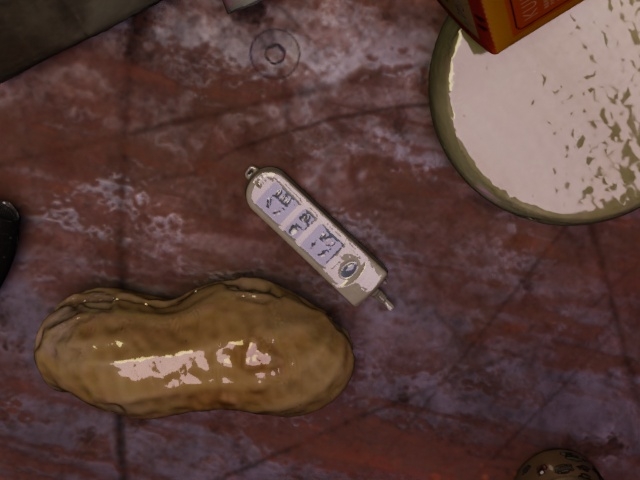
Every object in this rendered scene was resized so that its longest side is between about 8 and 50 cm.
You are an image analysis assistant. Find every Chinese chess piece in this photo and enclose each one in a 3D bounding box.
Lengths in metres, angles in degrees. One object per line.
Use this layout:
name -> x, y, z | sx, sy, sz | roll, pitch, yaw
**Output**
Chinese chess piece -> 0.221, -0.137, 1.002 | 0.250, 0.101, 0.250 | 0, 101, -1

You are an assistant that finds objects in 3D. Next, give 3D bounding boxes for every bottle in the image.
bottle -> 0.233, 0.260, 1.052 | 0.099, 0.152, 0.098 | 0, 101, 0

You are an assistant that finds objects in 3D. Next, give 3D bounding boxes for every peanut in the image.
peanut -> -0.114, 0.099, 1.031 | 0.290, 0.130, 0.130 | -2, 101, -2

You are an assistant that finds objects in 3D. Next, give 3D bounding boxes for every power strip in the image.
power strip -> 0.000, 0.000, 1.061 | 0.191, 0.030, 0.047 | 43, 98, -7

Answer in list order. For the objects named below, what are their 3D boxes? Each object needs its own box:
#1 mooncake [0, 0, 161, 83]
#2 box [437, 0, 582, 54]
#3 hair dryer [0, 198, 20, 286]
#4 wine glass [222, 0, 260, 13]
mooncake -> -0.232, -0.246, 0.907 | 0.254, 0.250, 0.136 | -24, 82, -1
box -> 0.123, -0.333, 0.830 | 0.214, 0.283, 0.259 | -33, 66, 3
hair dryer -> -0.399, 0.002, 1.051 | 0.219, 0.075, 0.195 | 36, 107, 3
wine glass -> -0.080, -0.281, 0.989 | 0.073, 0.073, 0.155 | -25, 97, 4
